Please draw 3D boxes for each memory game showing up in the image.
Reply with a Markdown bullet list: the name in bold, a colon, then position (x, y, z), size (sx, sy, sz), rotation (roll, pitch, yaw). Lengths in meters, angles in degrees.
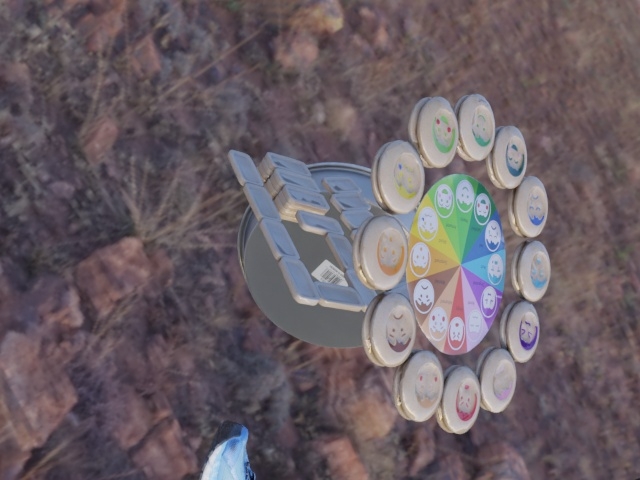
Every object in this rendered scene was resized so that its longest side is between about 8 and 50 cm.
- **memory game**: position (0.078, 0.012, 0.510), size (0.186, 0.012, 0.186), rotation (-2, 92, -49)

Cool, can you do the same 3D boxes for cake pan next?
- **cake pan**: position (0.022, 0.034, 1.325), size (0.293, 0.293, 0.054), rotation (51, 25, -18)

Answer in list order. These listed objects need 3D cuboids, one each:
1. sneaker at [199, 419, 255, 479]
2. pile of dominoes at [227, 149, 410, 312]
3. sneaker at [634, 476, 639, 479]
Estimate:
- **sneaker**: position (-0.061, 0.222, 0.814), size (0.063, 0.073, 0.162), rotation (-72, 162, -60)
- **pile of dominoes**: position (0.000, 0.000, 1.056), size (0.196, 0.040, 0.251), rotation (13, 36, -37)
- **sneaker**: position (0.313, 0.284, 0.975), size (0.130, 0.227, 0.087), rotation (43, 74, -26)
